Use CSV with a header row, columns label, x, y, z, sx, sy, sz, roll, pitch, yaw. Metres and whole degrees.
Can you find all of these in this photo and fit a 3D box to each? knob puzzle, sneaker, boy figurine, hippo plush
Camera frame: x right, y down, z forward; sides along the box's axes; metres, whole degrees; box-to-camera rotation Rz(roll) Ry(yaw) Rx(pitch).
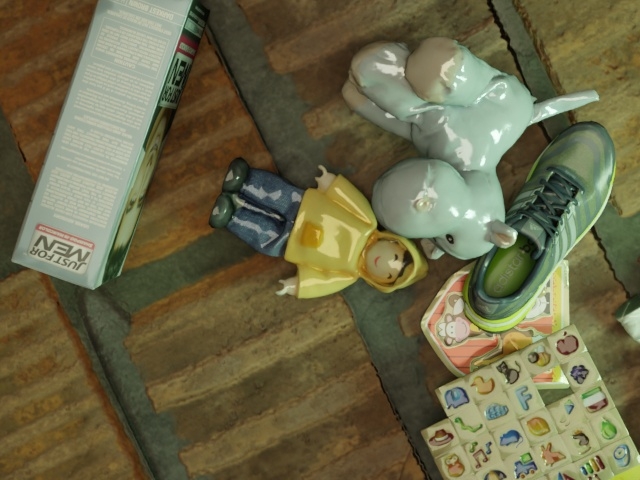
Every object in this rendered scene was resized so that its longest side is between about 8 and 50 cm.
label,x,y,z,sx,sy,sz,roll,pitch,yaw
knob puzzle,0.228,0.110,1.755,0.213,0.030,0.213,0,94,3
sneaker,0.280,-0.019,1.685,0.111,0.121,0.300,29,87,9
boy figurine,0.000,0.000,1.730,0.285,0.092,0.177,25,92,4
sneaker,0.460,0.079,1.736,0.152,0.053,0.061,-33,101,10
hippo plush,0.144,-0.097,1.641,0.294,0.234,0.236,14,81,-37

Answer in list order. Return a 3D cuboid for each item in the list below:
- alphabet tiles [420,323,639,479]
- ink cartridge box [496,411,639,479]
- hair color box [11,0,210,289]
label,x,y,z,sx,sy,sz,roll,pitch,yaw
alphabet tiles,0.259,0.245,1.712,0.237,0.009,0.198,-26,90,6
ink cartridge box,0.343,0.417,1.753,0.307,0.072,0.303,25,94,3
hair color box,-0.257,-0.138,1.683,0.114,0.185,0.374,20,95,0
